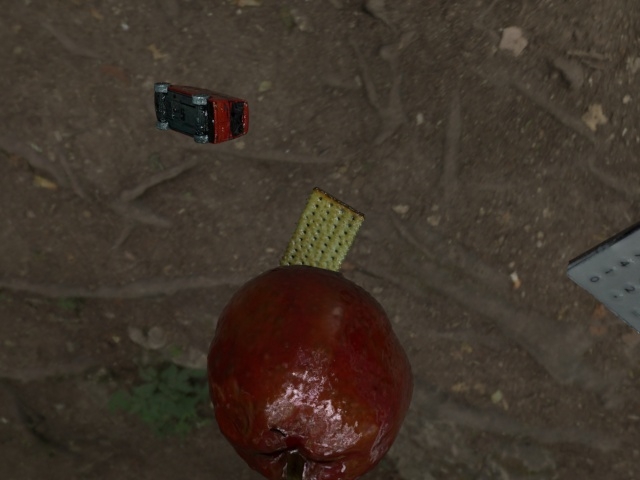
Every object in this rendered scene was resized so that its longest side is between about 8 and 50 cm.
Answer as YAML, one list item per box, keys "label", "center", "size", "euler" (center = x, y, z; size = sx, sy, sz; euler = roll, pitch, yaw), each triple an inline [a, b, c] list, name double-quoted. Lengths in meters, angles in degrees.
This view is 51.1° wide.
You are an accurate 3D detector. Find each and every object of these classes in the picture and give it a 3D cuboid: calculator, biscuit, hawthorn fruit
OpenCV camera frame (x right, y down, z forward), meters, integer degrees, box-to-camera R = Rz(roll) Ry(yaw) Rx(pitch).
- label: "calculator"
  center: [0.402, 0.029, 0.712]
  size: [0.161, 0.021, 0.261]
  euler: [40, 149, 1]
- label: "biscuit"
  center: [0.000, 0.000, 1.483]
  size: [0.139, 0.016, 0.231]
  euler: [31, 125, 10]
- label: "hawthorn fruit"
  center: [-0.011, 0.154, 0.672]
  size: [0.210, 0.266, 0.230]
  euler: [-11, 119, 6]

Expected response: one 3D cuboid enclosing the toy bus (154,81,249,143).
- label: "toy bus"
  center: [-0.215, -0.228, 1.171]
  size: [0.195, 0.089, 0.081]
  euler: [23, 121, 42]
